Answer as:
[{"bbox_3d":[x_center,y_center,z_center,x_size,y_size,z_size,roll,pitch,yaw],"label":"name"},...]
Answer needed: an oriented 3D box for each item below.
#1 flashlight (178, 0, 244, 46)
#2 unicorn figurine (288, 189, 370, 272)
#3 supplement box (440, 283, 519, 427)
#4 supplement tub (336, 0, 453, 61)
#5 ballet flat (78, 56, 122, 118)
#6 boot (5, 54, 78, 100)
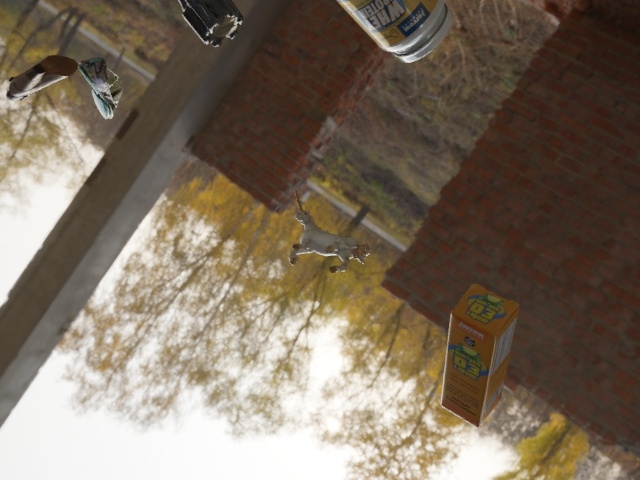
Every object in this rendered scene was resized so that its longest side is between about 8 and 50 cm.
[{"bbox_3d":[-0.242,-0.453,0.975,0.304,0.103,0.103,51,153,2],"label":"flashlight"},{"bbox_3d":[0.000,0.000,0.901,0.162,0.060,0.111,27,-149,12],"label":"unicorn figurine"},{"bbox_3d":[0.237,0.179,0.911,0.078,0.080,0.233,27,139,32],"label":"supplement box"},{"bbox_3d":[0.123,-0.422,1.041,0.200,0.144,0.144,36,180,-32],"label":"supplement tub"},{"bbox_3d":[-0.272,-0.193,0.764,0.041,0.041,0.114,35,162,6],"label":"ballet flat"},{"bbox_3d":[-0.489,-0.280,1.048,0.042,0.087,0.118,59,-150,-6],"label":"boot"}]
